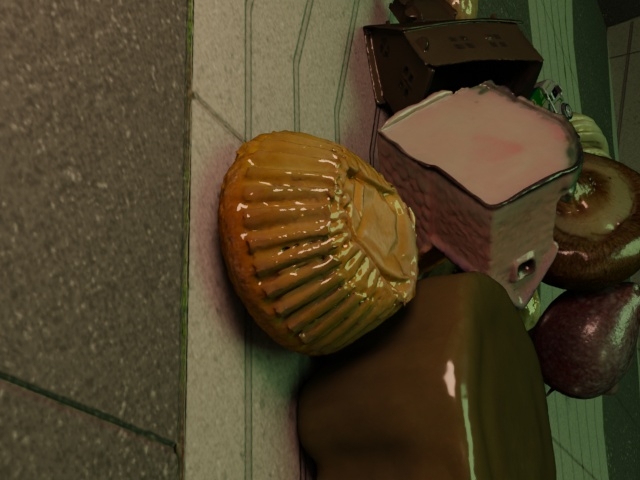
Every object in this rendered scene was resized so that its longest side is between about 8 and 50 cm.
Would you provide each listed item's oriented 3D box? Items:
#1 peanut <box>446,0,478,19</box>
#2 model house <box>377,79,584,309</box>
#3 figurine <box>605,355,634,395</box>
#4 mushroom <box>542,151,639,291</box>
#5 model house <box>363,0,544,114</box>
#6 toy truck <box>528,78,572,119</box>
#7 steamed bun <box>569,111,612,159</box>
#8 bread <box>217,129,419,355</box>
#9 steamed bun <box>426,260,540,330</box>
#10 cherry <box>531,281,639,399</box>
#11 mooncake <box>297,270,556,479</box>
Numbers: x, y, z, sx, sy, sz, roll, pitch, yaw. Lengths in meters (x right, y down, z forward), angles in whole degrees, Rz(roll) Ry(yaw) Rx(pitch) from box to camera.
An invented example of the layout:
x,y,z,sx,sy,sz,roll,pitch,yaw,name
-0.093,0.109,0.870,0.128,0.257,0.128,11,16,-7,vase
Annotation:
x,y,z,sx,sy,sz,roll,pitch,yaw,name
0.249,-0.466,1.651,0.104,0.085,0.228,64,28,-49,peanut
0.217,-0.044,1.192,0.202,0.237,0.237,-29,136,-26,model house
0.661,0.269,2.143,0.173,0.173,0.173,32,53,-57,figurine
0.528,-0.045,1.830,0.239,0.345,0.345,94,-4,-71,mushroom
0.166,-0.270,1.338,0.243,0.211,0.204,63,-30,32,model house
0.447,-0.253,1.925,0.124,0.114,0.253,59,43,-19,toy truck
0.596,-0.168,2.115,0.276,0.203,0.289,26,58,-59,steamed bun
-0.004,0.000,0.908,0.240,0.139,0.240,31,53,-53,bread
0.216,0.102,1.327,0.155,0.172,0.141,-31,100,-44,steamed bun
0.550,0.198,1.854,0.203,0.300,0.230,38,19,17,cherry
0.135,0.232,1.032,0.378,0.200,0.379,36,48,-54,mooncake
